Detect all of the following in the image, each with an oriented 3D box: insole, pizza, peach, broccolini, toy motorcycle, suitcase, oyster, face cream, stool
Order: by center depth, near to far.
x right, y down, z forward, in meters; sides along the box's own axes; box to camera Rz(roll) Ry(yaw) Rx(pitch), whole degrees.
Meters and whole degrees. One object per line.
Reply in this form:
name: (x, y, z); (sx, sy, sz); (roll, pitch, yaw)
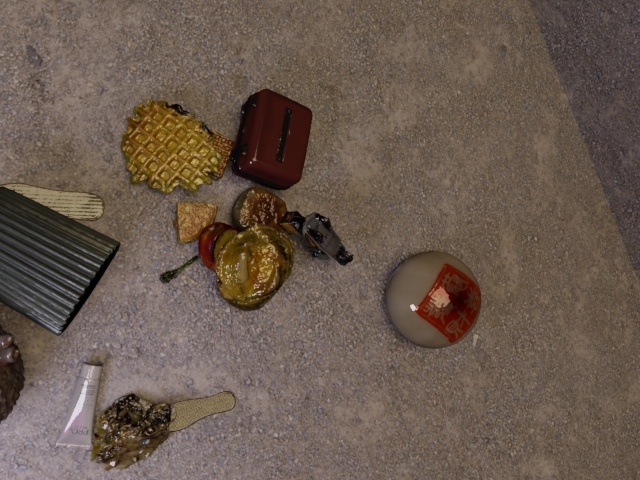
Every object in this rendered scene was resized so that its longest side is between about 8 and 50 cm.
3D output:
stool: (-0.754, 0.046, 1.423); (0.330, 0.297, 0.297); (33, 70, -15)
face cream: (-0.674, 0.465, 1.530); (0.092, 0.058, 0.243); (13, 82, -19)
oyster: (-0.546, 0.563, 1.564); (0.214, 0.083, 0.222); (16, 84, -19)
insole: (-0.813, -0.105, 1.565); (0.349, 0.009, 0.118); (2, 81, -25)
insole: (-0.386, 0.530, 1.685); (0.253, 0.005, 0.086); (-12, 89, -27)
broccolini: (-0.449, 0.089, 1.710); (0.035, 0.030, 0.140); (37, 58, 22)
peach: (-0.333, 0.022, 1.722); (0.127, 0.093, 0.172); (-37, 138, -51)
pizza: (-0.411, -0.073, 1.734); (0.175, 0.046, 0.134); (-40, 102, -25)
suitcase: (-0.161, -0.334, 1.818); (0.236, 0.161, 0.297); (17, 74, -31)
toy motorcycle: (0.000, 0.000, 1.824); (0.263, 0.157, 0.091); (47, 58, -34)

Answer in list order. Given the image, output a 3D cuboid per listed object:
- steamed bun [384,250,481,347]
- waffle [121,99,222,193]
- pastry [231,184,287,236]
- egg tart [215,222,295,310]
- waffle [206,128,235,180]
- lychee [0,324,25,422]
steamed bun: (0.440, 0.219, 2.001); (0.375, 0.241, 0.374); (3, 84, -28)
waffle: (-0.466, -0.296, 1.704); (0.312, 0.060, 0.307); (4, 81, -14)
pastry: (-0.203, -0.079, 1.808); (0.192, 0.093, 0.182); (32, 70, -26)
egg tart: (-0.195, 0.094, 1.724); (0.297, 0.132, 0.297); (-12, 112, -32)
waffle: (-0.355, -0.283, 1.792); (0.103, 0.042, 0.148); (23, 73, -20)
lychee: (-0.917, 0.316, 1.267); (0.432, 0.380, 0.380); (-19, 91, 0)
